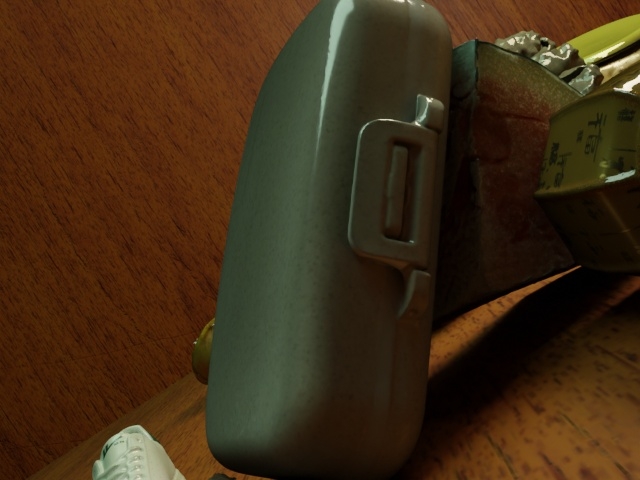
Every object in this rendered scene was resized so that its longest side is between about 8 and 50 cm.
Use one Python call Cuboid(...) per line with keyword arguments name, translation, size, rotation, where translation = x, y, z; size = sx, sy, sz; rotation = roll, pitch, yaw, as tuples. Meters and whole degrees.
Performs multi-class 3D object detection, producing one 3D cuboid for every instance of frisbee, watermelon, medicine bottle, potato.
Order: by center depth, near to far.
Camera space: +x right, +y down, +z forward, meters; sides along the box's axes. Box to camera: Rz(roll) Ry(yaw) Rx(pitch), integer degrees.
Cuboid(name="medicine bottle", translation=(0.000, 0.000, 0.652), size=(0.122, 0.375, 0.282), rotation=(14, -19, -19))
Cuboid(name="watermelon", translation=(0.163, -0.009, 0.699), size=(0.213, 0.261, 0.201), rotation=(-40, 27, 55))
Cuboid(name="frisbee", translation=(0.452, -0.324, 1.360), size=(0.235, 0.017, 0.236), rotation=(-26, 14, 7))
Cuboid(name="potato", translation=(-0.169, 0.211, 1.636), size=(0.173, 0.140, 0.300), rotation=(-25, -5, -34))

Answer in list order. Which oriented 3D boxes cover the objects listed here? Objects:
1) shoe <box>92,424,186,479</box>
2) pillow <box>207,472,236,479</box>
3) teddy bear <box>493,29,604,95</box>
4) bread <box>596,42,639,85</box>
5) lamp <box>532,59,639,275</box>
Cuboid(name="shoe", translation=(-0.197, 0.257, 0.832), size=(0.095, 0.110, 0.265), rotation=(-32, -2, -8))
Cuboid(name="pillow", translation=(-0.067, 0.211, 0.526), size=(0.135, 0.049, 0.248), rotation=(-34, 5, -29))
Cuboid(name="teddy bear", translation=(0.290, -0.119, 1.168), size=(0.367, 0.224, 0.358), rotation=(43, 115, 56))
Cuboid(name="bread", translation=(0.548, -0.258, 1.365), size=(0.388, 0.183, 0.236), rotation=(-27, 15, -3))
Cuboid(name="lamp", translation=(0.232, -0.046, 0.538), size=(0.161, 0.161, 0.185), rotation=(-33, 2, -2))
